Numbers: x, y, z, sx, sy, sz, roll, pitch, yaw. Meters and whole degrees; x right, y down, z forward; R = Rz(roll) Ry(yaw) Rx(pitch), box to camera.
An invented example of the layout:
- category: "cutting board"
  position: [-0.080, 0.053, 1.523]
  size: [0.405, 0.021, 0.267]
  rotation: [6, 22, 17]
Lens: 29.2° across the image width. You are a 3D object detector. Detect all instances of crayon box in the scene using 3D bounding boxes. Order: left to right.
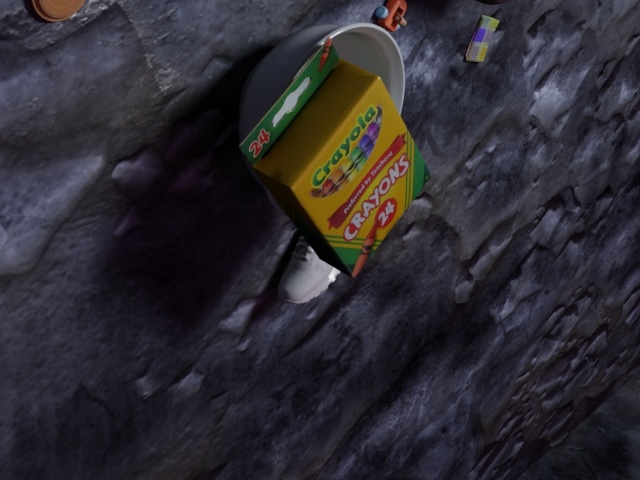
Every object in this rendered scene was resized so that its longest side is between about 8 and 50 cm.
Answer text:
- category: "crayon box"
  position: [0.028, -0.106, 1.703]
  size: [0.202, 0.081, 0.318]
  rotation: [-52, 146, -10]

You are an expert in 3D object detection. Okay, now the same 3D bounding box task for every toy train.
- category: "toy train"
  position: [0.108, -0.384, 1.867]
  size: [0.125, 0.046, 0.166]
  rotation: [-59, 148, -2]

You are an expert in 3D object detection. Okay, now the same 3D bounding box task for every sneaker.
- category: "sneaker"
  position: [0.000, 0.000, 2.010]
  size: [0.235, 0.090, 0.095]
  rotation: [-52, 134, -18]

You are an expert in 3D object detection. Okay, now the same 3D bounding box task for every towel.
- category: "towel"
  position: [0.285, -0.354, 2.166]
  size: [0.060, 0.009, 0.083]
  rotation: [1, 115, -53]

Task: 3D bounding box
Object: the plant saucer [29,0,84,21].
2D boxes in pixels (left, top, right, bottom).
- category: "plant saucer"
  position: [-0.300, -0.293, 1.420]
  size: [0.083, 0.013, 0.083]
  rotation: [-34, 140, -35]

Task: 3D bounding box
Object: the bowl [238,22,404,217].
- category: "bowl"
  position: [-0.021, -0.190, 1.767]
  size: [0.298, 0.134, 0.298]
  rotation: [-32, 138, -35]

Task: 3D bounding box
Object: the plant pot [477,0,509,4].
- category: "plant pot"
  position: [0.255, -0.450, 1.921]
  size: [0.167, 0.167, 0.165]
  rotation: [-63, 154, 6]
